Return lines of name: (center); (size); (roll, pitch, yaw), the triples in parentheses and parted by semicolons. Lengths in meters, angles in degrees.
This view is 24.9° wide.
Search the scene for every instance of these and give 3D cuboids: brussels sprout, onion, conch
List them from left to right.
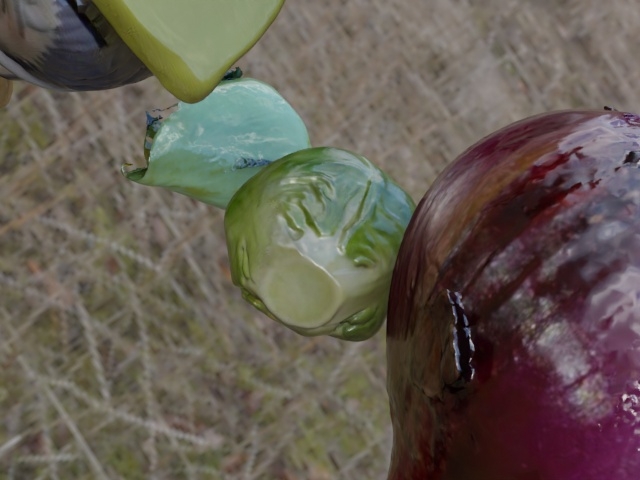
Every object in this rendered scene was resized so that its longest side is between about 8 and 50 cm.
conch: (-0.107, -0.112, 1.622); (0.251, 0.143, 0.137); (23, 21, -40)
brussels sprout: (-0.001, -0.004, 1.046); (0.155, 0.117, 0.155); (7, 26, -3)
onion: (0.154, 0.116, 0.904); (0.348, 0.385, 0.348); (48, 10, -11)

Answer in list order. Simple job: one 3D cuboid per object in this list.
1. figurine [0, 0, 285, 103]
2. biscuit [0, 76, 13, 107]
figurine: (-0.194, -0.295, 1.316); (0.361, 0.378, 0.266); (-39, 121, -34)
biscuit: (-0.408, -0.217, 1.471); (0.269, 0.051, 0.376); (-37, 122, -60)
